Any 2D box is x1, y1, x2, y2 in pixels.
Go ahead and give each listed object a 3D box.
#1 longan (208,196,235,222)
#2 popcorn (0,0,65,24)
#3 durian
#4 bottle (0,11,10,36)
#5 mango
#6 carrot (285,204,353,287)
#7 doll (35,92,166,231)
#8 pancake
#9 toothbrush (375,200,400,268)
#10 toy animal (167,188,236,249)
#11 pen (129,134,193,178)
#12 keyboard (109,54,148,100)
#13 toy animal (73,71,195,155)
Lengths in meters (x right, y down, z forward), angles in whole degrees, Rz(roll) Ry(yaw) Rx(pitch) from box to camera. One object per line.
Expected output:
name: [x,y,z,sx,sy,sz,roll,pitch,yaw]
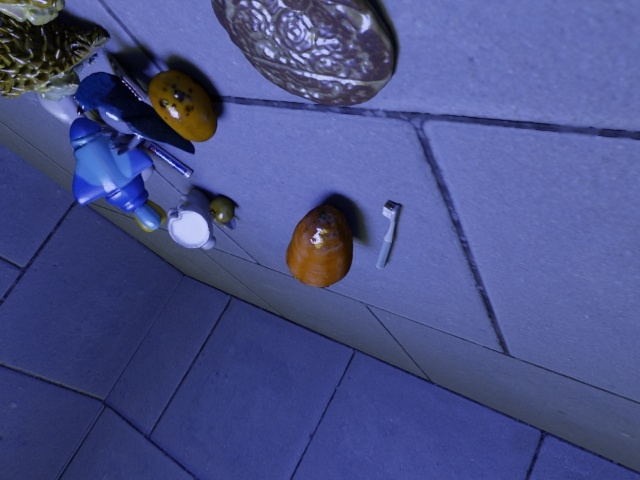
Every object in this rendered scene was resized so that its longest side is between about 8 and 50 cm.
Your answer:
longan: [-0.282,-0.085,1.390,0.075,0.083,0.075,19,122,34]
popcorn: [-0.438,-0.387,0.704,0.145,0.126,0.126,49,165,-26]
durian: [-0.519,-0.342,0.931,0.306,0.172,0.166,2,173,41]
bottle: [-0.672,-0.431,0.970,0.109,0.110,0.233,25,162,14]
mango: [-0.240,-0.233,0.885,0.115,0.090,0.178,39,169,17]
carrot: [0.000,0.000,1.062,0.159,0.159,0.225,26,161,9]
doll: [-0.529,-0.204,1.258,0.376,0.187,0.366,23,-158,-49]
pancake: [-0.029,-0.251,0.590,0.249,0.031,0.250,26,164,8]
toothbrush: [0.140,0.000,1.053,0.030,0.025,0.342,31,164,15]
toy animal: [-0.358,-0.054,1.448,0.178,0.127,0.193,45,-167,-9]
pen: [-0.424,-0.232,1.286,0.204,0.025,0.025,37,161,-24]
keyboard: [-0.350,-0.295,0.892,0.055,0.017,0.166,44,-177,-42]
toy animal: [-0.358,-0.244,0.941,0.239,0.255,0.176,48,129,8]
